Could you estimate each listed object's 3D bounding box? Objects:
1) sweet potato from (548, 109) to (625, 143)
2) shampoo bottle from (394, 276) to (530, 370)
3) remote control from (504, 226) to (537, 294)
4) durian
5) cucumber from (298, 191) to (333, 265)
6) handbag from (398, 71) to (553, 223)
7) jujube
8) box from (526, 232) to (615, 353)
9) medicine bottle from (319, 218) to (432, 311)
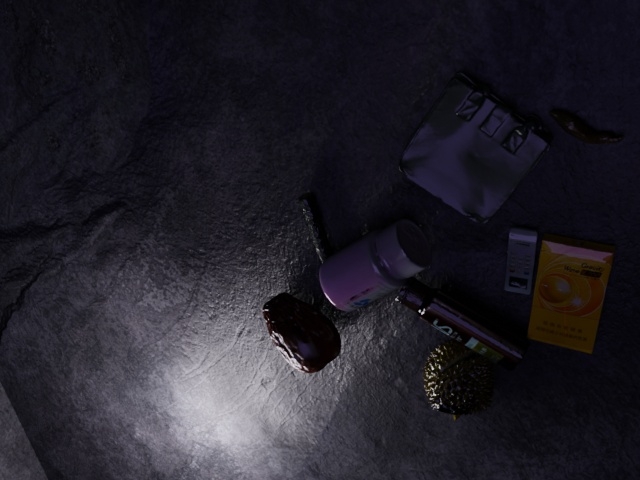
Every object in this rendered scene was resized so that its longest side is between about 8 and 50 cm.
[{"bbox_3d":[0.525,-0.220,1.455,0.153,0.038,0.041,25,148,10],"label":"sweet potato"},{"bbox_3d":[0.334,0.195,1.747,0.323,0.084,0.129,31,161,7],"label":"shampoo bottle"},{"bbox_3d":[0.455,0.046,1.647,0.065,0.029,0.166,9,126,20],"label":"remote control"},{"bbox_3d":[0.336,0.380,1.829,0.193,0.138,0.238,6,120,23],"label":"durian"},{"bbox_3d":[0.000,0.000,1.838,0.044,0.043,0.257,-6,115,34],"label":"cucumber"},{"bbox_3d":[0.322,-0.195,1.546,0.247,0.079,0.260,36,126,3],"label":"handbag"},{"bbox_3d":[-0.053,0.240,1.943,0.236,0.168,0.168,48,128,13],"label":"jujube"},{"bbox_3d":[0.556,0.121,1.631,0.152,0.043,0.269,11,122,21],"label":"box"},{"bbox_3d":[0.130,0.059,1.741,0.254,0.152,0.152,-31,101,35],"label":"medicine bottle"}]
